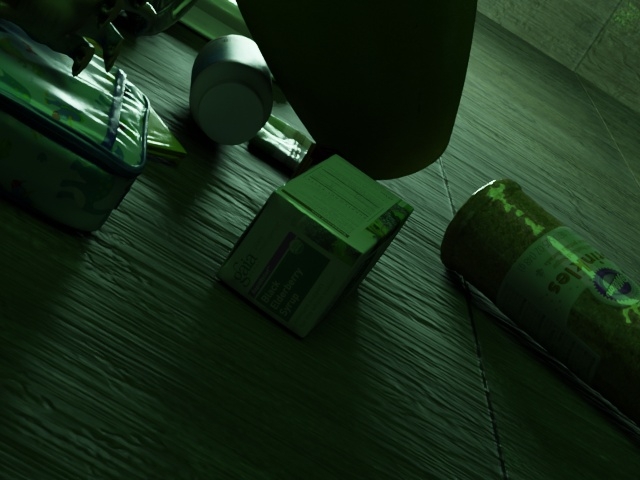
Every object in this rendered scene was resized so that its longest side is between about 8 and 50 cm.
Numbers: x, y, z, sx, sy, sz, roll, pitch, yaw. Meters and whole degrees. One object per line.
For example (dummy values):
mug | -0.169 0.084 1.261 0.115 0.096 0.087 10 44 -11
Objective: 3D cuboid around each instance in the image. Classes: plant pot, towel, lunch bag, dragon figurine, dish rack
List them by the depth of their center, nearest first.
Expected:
dragon figurine | -0.217 -0.205 1.365 0.144 0.085 0.289 34 20 4
lunch bag | -0.222 -0.101 1.382 0.176 0.090 0.219 33 17 -14
towel | -0.223 -0.150 1.647 0.102 0.021 0.237 9 29 -44
plant pot | 0.049 -0.217 1.786 0.275 0.293 0.274 -8 37 6
towel | -0.006 -0.089 1.878 0.152 0.023 0.113 31 15 -7
dish rack | -0.133 -0.325 2.238 0.333 0.072 0.285 30 17 -9

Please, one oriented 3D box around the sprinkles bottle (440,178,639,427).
sprinkles bottle | 0.284 0.083 1.767 0.355 0.121 0.121 41 18 26

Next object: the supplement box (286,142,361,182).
supplement box | 0.015 -0.054 1.760 0.083 0.055 0.043 42 20 30

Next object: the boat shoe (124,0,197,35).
boat shoe | -0.174 -0.347 2.052 0.121 0.119 0.335 6 32 19

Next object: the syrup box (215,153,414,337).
syrup box | 0.000 0.000 1.502 0.096 0.093 0.237 35 16 4

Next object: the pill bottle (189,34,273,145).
pill bottle | -0.093 -0.154 1.779 0.087 0.087 0.160 30 17 -13
